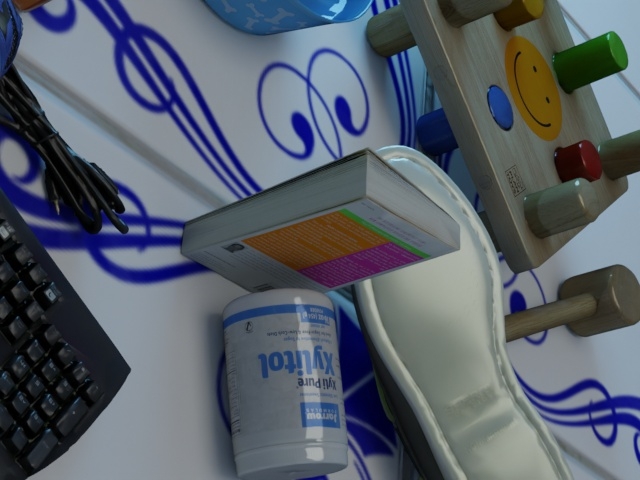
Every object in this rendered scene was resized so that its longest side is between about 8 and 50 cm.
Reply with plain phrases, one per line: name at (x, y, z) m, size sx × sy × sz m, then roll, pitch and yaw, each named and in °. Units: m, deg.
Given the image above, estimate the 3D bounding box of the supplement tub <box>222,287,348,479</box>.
supplement tub at (-0.022, 0.088, 0.797) m, size 0.071 × 0.071 × 0.107 m, roll 16°, pitch 61°, yaw -50°

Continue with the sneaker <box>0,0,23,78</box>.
sneaker at (-0.213, -0.160, 0.611) m, size 0.221 × 0.083 × 0.087 m, roll 65°, pitch 18°, yaw -14°

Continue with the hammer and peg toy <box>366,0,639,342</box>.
hammer and peg toy at (0.192, -0.074, 1.113) m, size 0.266 × 0.127 × 0.361 m, roll -29°, pitch 99°, yaw -55°

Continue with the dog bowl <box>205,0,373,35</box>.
dog bowl at (-0.070, -0.272, 0.898) m, size 0.297 × 0.074 × 0.166 m, roll 57°, pitch 37°, yaw -20°

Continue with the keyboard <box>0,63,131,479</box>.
keyboard at (-0.194, -0.044, 0.660) m, size 0.317 × 0.033 × 0.201 m, roll 58°, pitch 37°, yaw -20°

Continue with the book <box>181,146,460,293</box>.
book at (0.000, 0.000, 0.803) m, size 0.096 × 0.144 × 0.035 m, roll 33°, pitch 49°, yaw -42°

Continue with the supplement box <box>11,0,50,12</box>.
supplement box at (-0.198, -0.243, 0.707) m, size 0.233 × 0.080 × 0.078 m, roll 53°, pitch 38°, yaw -27°

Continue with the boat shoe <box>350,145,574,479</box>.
boat shoe at (0.085, 0.083, 0.929) m, size 0.109 × 0.091 × 0.305 m, roll -22°, pitch 91°, yaw -18°
